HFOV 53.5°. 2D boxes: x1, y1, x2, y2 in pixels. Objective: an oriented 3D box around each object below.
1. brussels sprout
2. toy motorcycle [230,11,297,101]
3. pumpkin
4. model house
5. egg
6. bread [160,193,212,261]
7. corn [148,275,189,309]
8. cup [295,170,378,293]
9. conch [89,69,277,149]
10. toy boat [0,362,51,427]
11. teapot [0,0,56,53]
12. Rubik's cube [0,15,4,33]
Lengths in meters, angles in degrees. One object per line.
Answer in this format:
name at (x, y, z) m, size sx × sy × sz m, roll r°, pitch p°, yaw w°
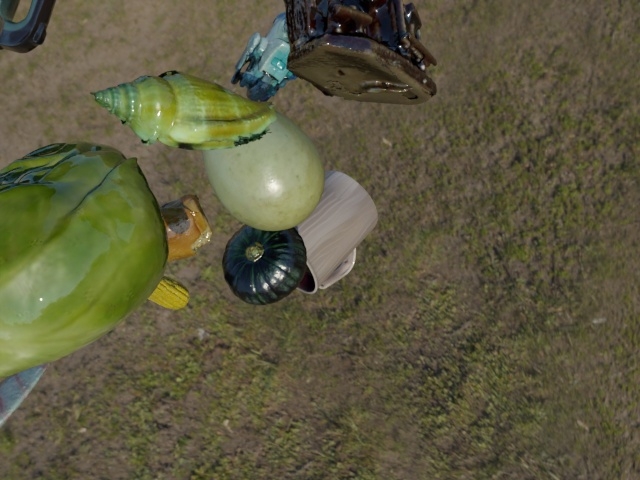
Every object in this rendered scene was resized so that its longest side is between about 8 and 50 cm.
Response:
brussels sprout at (-0.337, 0.015, 0.796) m, size 0.328 × 0.247 × 0.328 m, roll -17°, pitch 18°, yaw 5°
toy motorcycle at (-0.113, -0.472, 1.588) m, size 0.260 × 0.154 × 0.206 m, roll -50°, pitch 28°, yaw 21°
pumpkin at (-0.125, 0.044, 1.404) m, size 0.202 × 0.140 × 0.202 m, roll -8°, pitch 68°, yaw 20°
model house at (0.035, -0.245, 0.691) m, size 0.141 × 0.203 × 0.164 m, roll -2°, pitch 83°, yaw 27°
egg at (-0.123, -0.156, 1.268) m, size 0.218 × 0.218 × 0.295 m, roll -38°, pitch 87°, yaw 3°
bread at (-0.510, -0.011, 1.966) m, size 0.344 × 0.195 × 0.149 m, roll -17°, pitch 39°, yaw 2°
corn at (-0.356, 0.114, 1.438) m, size 0.067 × 0.206 × 0.067 m, roll -3°, pitch 75°, yaw 13°
cup at (0.009, -0.001, 1.654) m, size 0.273 × 0.288 × 0.208 m, roll -45°, pitch 19°, yaw -25°
conch at (-0.138, -0.133, 0.673) m, size 0.201 × 0.079 × 0.095 m, roll 2°, pitch 44°, yaw -20°
toy boat at (-0.730, 0.350, 1.533) m, size 0.282 × 0.096 × 0.206 m, roll -42°, pitch 29°, yaw -13°
teapot at (-0.624, -0.482, 1.162) m, size 0.315 × 0.233 × 0.312 m, roll 7°, pitch 89°, yaw 9°
Rubik's cube at (-0.507, -0.135, 0.493) m, size 0.346 × 0.344 × 0.347 m, roll -62°, pitch 20°, yaw 2°
